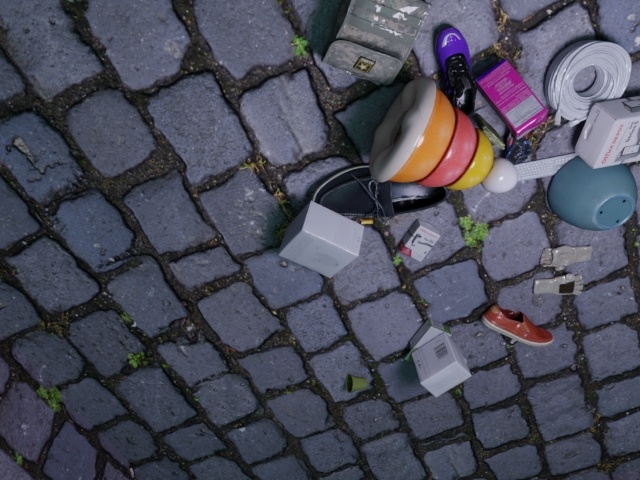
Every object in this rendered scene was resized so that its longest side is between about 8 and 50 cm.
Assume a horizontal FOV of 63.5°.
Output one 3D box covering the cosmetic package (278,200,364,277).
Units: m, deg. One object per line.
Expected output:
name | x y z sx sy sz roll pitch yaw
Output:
cosmetic package | 0.000 0.000 1.874 0.225 0.138 0.224 24 146 -17

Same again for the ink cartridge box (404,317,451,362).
ink cartridge box | 0.458 0.442 2.238 0.109 0.062 0.209 23 116 -16

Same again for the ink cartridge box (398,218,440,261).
ink cartridge box | 0.379 0.000 1.983 0.099 0.056 0.135 25 116 -15

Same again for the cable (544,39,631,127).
cable | 0.867 -0.520 1.686 0.257 0.089 0.256 -16 119 6

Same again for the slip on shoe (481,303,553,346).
slip on shoe | 0.845 0.358 2.180 0.332 0.123 0.101 22 113 -9

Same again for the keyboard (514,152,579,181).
keyboard | 0.804 -0.262 1.875 0.256 0.014 0.072 -10 120 4

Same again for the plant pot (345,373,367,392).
plant pot | 0.166 0.647 2.343 0.079 0.083 0.083 4 120 -19

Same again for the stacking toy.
stacking toy | 0.427 -0.268 1.655 0.480 0.350 0.350 23 116 -13

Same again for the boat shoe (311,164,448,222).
boat shoe | 0.214 -0.166 1.827 0.501 0.156 0.186 -8 122 4

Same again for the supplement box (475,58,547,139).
supplement box | 0.605 -0.445 1.641 0.114 0.111 0.220 -35 77 17

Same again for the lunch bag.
lunch bag | 0.156 -0.622 1.557 0.236 0.168 0.286 15 126 -14

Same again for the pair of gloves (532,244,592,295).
pair of gloves | 0.979 0.124 2.089 0.205 0.042 0.239 0 119 -2

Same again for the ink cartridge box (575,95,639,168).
ink cartridge box | 1.021 -0.364 1.713 0.273 0.114 0.198 -12 137 -10

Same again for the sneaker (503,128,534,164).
sneaker | 0.680 -0.350 1.784 0.083 0.087 0.221 -3 137 -4

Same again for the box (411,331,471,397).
box | 0.496 0.512 2.139 0.182 0.181 0.119 -38 115 17

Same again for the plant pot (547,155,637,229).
plant pot | 0.994 -0.147 1.837 0.291 0.195 0.290 -2 122 -3

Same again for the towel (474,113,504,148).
towel | 0.561 -0.364 1.729 0.110 0.148 0.027 36 119 -20

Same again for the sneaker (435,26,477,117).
sneaker | 0.442 -0.521 1.634 0.102 0.146 0.293 -16 120 7
